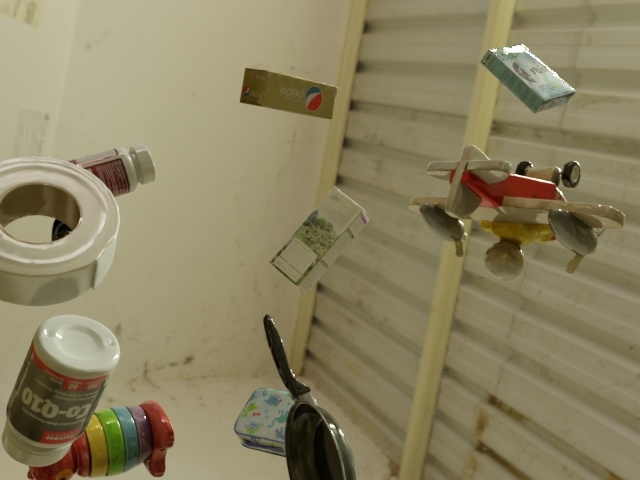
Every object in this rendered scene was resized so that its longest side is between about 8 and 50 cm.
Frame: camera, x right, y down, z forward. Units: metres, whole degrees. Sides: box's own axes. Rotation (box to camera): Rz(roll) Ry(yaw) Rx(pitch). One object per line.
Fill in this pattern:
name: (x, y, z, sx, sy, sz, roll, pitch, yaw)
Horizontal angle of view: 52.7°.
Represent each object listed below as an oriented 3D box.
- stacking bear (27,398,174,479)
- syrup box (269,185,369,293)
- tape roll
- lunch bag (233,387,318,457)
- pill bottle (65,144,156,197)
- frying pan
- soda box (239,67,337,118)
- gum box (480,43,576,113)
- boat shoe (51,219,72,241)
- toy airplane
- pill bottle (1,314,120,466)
stacking bear: (-0.504, 0.466, 1.455, 0.164, 0.289, 0.175, 49, -50, 38)
syrup box: (0.000, 0.000, 1.504, 0.093, 0.096, 0.237, 39, -94, 20)
tape roll: (-0.523, -0.021, 1.202, 0.100, 0.286, 0.286, -61, -140, 45)
lunch bag: (-0.120, 0.507, 1.795, 0.219, 0.176, 0.090, 1, -50, 28)
pill bottle: (-0.544, -0.168, 1.651, 0.121, 0.221, 0.121, 43, -36, 43)
frying pan: (-0.026, 0.289, 0.979, 0.326, 0.053, 0.197, 58, -37, 43)
soda box: (-0.053, -0.256, 1.136, 0.058, 0.181, 0.061, 19, -77, 39)
gum box: (0.489, -0.385, 1.524, 0.184, 0.157, 0.041, 51, -43, 19)
boat shoe: (-0.528, 0.000, 1.320, 0.042, 0.048, 0.133, 90, -11, -46)
toy airplane: (0.387, -0.049, 1.364, 0.386, 0.384, 0.273, -36, 132, -86)
pill bottle: (-0.516, 0.300, 1.270, 0.283, 0.161, 0.161, -60, -139, 24)
